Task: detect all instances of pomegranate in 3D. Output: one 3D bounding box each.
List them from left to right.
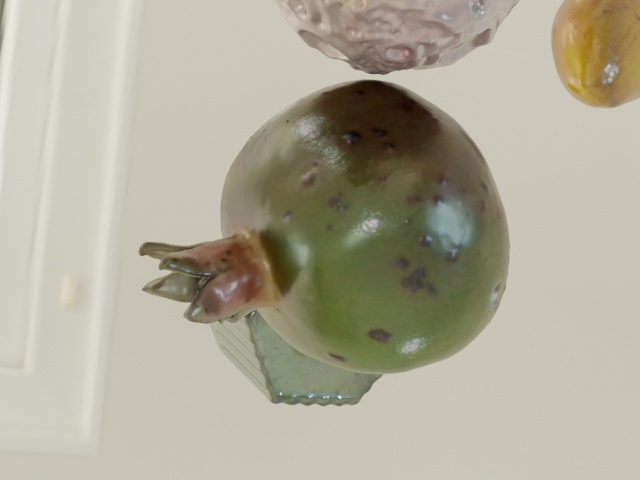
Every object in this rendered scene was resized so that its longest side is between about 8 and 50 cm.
[{"bbox_3d":[0.019,0.015,1.371,0.323,0.290,0.291,-46,20,-24],"label":"pomegranate"}]

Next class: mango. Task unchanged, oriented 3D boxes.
[{"bbox_3d":[0.314,-0.213,1.663,0.102,0.217,0.141,-4,120,26],"label":"mango"}]

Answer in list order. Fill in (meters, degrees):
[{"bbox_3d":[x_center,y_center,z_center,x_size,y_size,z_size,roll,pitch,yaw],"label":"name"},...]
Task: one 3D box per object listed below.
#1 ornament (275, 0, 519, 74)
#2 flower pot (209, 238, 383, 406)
[{"bbox_3d":[0.071,-0.278,1.328,0.225,0.259,0.259,140,131,-58],"label":"ornament"},{"bbox_3d":[-0.018,0.077,1.863,0.239,0.209,0.189,-50,29,-3],"label":"flower pot"}]
